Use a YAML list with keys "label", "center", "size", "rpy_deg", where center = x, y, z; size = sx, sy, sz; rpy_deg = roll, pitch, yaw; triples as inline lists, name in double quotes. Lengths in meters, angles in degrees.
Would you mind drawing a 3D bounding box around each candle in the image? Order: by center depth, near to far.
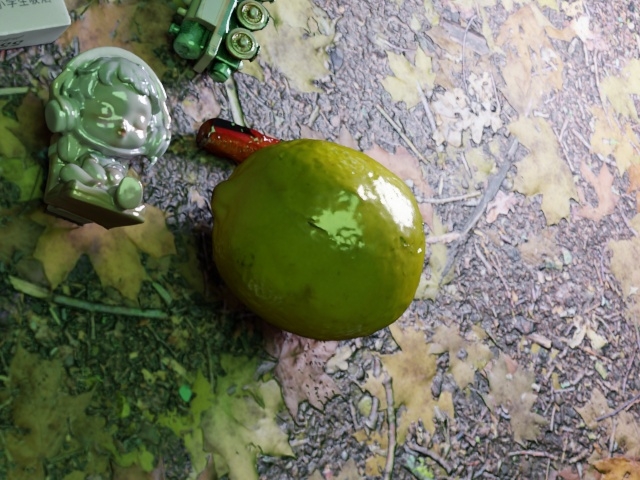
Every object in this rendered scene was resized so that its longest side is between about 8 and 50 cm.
- label: "candle"
  center: [-0.094, -0.128, 1.617]
  size: [0.162, 0.048, 0.053]
  rpy_deg: [14, 103, -32]

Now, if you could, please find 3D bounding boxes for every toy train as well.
- label: "toy train"
  center: [-0.135, -0.312, 1.622]
  size: [0.125, 0.081, 0.194]
  rpy_deg: [25, 64, -16]

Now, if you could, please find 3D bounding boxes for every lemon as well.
- label: "lemon"
  center: [-0.002, -0.001, 1.510]
  size: [0.284, 0.260, 0.260]
  rpy_deg: [47, 54, -16]

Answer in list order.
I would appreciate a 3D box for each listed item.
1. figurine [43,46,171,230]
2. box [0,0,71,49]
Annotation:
- label: "figurine"
  center: [-0.257, -0.133, 1.433]
  size: [0.162, 0.141, 0.237]
  rpy_deg: [25, 62, -33]
- label: "box"
  center: [-0.422, -0.357, 1.430]
  size: [0.168, 0.071, 0.259]
  rpy_deg: [-17, 85, -38]
